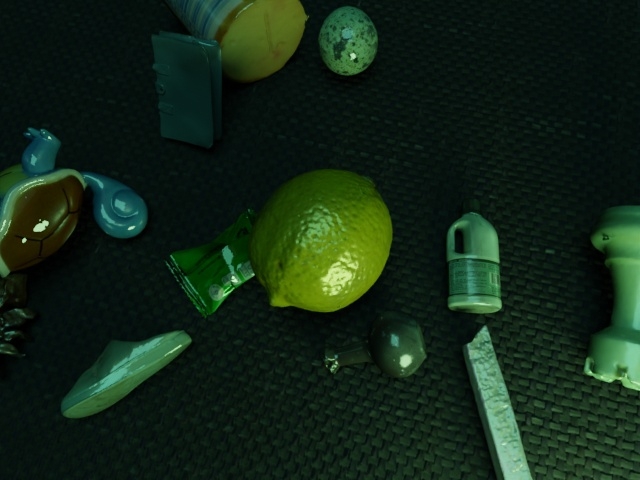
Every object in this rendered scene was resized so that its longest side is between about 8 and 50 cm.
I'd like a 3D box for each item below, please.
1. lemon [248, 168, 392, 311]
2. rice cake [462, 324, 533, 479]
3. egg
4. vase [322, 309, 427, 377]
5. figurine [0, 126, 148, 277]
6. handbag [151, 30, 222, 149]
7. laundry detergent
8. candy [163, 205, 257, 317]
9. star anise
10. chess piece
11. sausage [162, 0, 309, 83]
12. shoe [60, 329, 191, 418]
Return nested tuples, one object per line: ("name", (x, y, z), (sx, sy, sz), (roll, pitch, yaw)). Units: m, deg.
("lemon", (0.001, 0.000, 0.981), (0.268, 0.267, 0.267), (-1, 69, 2))
("rice cake", (0.308, 0.330, 0.931), (0.056, 0.072, 0.364), (-11, 69, 1))
("egg", (0.060, -0.446, 1.205), (0.133, 0.132, 0.172), (-1, 58, 2))
("vase", (0.094, 0.195, 0.977), (0.183, 0.120, 0.120), (-16, 69, 11))
("figurine", (-0.564, -0.054, 1.043), (0.417, 0.298, 0.242), (-25, 89, -29))
("handbag", (-0.277, -0.311, 1.132), (0.144, 0.221, 0.057), (14, 37, 15))
("laundry detergent", (0.293, 0.023, 1.048), (0.099, 0.070, 0.225), (0, 70, 9))
("candy", (-0.187, 0.038, 1.063), (0.203, 0.078, 0.141), (-34, 71, -4))
("star anise", (-0.652, 0.160, 1.026), (0.215, 0.099, 0.219), (-13, 69, -13))
("chess piece", (0.558, 0.105, 0.956), (0.195, 0.194, 0.298), (16, 79, 9))
("sausage", (-0.205, -0.525, 1.195), (0.233, 0.233, 0.287), (-34, 70, -10))
("shoe", (-0.361, 0.221, 0.989), (0.251, 0.103, 0.100), (-31, 72, -14))
